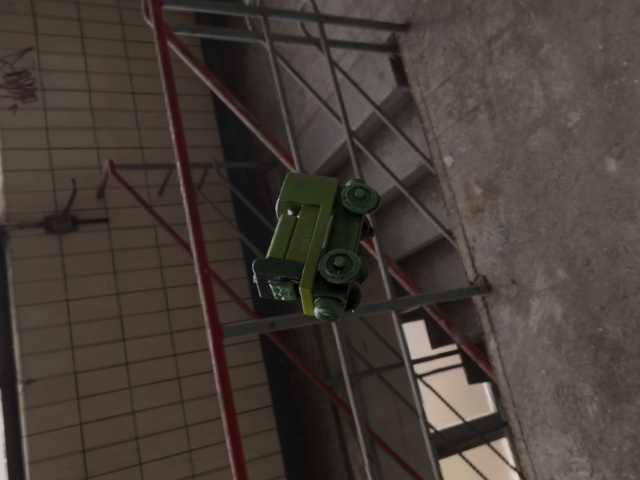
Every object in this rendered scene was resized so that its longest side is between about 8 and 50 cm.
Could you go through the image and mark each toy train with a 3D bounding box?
[{"bbox_3d":[0.000,0.000,0.399,0.050,0.081,0.122,89,-166,-52],"label":"toy train"}]
